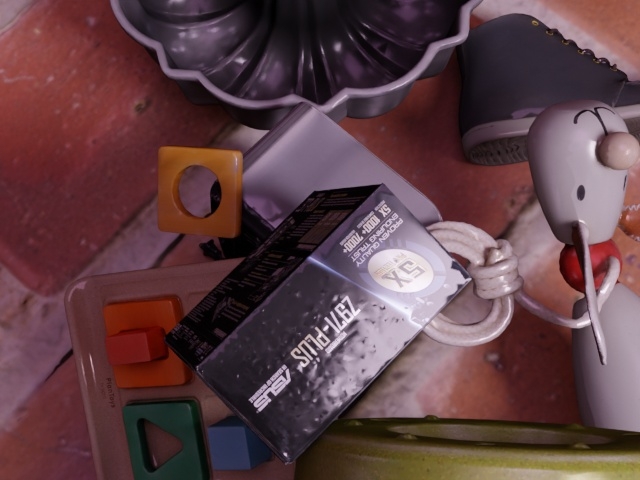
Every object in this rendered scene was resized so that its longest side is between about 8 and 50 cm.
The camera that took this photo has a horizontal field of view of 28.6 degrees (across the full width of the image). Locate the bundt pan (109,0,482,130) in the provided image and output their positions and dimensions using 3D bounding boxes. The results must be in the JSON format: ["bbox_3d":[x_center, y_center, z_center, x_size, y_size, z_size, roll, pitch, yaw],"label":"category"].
[{"bbox_3d":[-0.015,-0.231,1.061,0.331,0.124,0.331,-1,70,2],"label":"bundt pan"}]

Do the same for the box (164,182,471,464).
[{"bbox_3d":[-0.010,0.043,0.763,0.147,0.180,0.077,-45,99,-9],"label":"box"}]

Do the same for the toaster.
[{"bbox_3d":[0.000,0.000,0.965,0.185,0.168,0.110,40,75,13],"label":"toaster"}]

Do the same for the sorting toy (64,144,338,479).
[{"bbox_3d":[-0.090,0.106,0.891,0.196,0.047,0.348,-8,95,23],"label":"sorting toy"}]

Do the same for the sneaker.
[{"bbox_3d":[0.223,-0.137,1.043,0.222,0.083,0.118,-5,71,2],"label":"sneaker"}]

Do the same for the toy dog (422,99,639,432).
[{"bbox_3d":[0.231,0.075,0.863,0.220,0.161,0.334,-41,107,-20],"label":"toy dog"}]

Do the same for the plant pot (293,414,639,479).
[{"bbox_3d":[0.099,0.283,0.717,0.366,0.366,0.353,3,86,3],"label":"plant pot"}]
